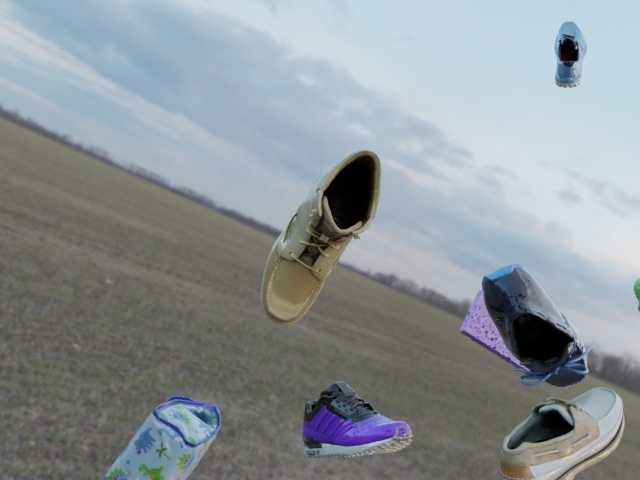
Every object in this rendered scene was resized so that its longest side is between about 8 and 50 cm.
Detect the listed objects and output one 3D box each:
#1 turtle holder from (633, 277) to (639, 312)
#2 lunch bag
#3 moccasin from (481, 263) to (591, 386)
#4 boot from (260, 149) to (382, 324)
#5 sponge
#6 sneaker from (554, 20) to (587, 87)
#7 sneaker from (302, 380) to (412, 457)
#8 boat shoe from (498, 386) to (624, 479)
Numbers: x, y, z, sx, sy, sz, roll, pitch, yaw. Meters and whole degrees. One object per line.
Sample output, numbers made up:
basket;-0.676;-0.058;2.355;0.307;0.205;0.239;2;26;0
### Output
turtle holder;0.575;0.013;1.016;0.227;0.243;0.320;60;-23;17
lunch bag;-0.205;0.286;1.121;0.096;0.128;0.151;39;8;14
moccasin;0.364;0.178;1.391;0.342;0.138;0.116;41;25;-38
boot;0.000;0.000;1.145;0.095;0.261;0.203;30;-6;-7
sponge;0.429;0.211;1.863;0.210;0.117;0.031;33;-19;-6
sneaker;0.491;-0.376;1.601;0.064;0.162;0.073;0;-35;14
sneaker;0.055;0.348;1.608;0.102;0.146;0.293;5;-16;-38
boat shoe;0.407;0.316;1.360;0.302;0.103;0.113;-29;20;-38
